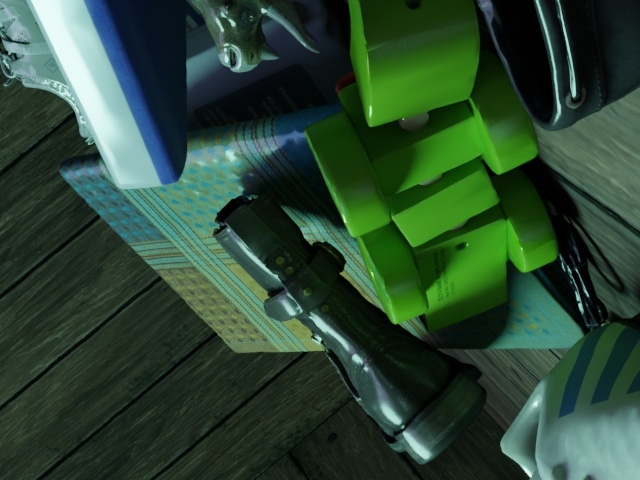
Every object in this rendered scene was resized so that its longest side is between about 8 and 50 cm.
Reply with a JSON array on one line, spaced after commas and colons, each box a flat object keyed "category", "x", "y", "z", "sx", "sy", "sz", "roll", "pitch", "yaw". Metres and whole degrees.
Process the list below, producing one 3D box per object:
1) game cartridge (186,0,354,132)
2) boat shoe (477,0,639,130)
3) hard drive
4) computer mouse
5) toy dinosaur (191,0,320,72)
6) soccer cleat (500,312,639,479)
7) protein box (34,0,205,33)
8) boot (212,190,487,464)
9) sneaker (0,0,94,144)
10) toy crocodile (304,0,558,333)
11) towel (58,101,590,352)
[{"category": "game cartridge", "x": -0.026, "y": -0.073, "z": 1.045, "sx": 0.294, "sy": 0.196, "sz": 0.060, "roll": 53, "pitch": -162, "yaw": -43}, {"category": "boat shoe", "x": 0.038, "y": -0.122, "z": 0.356, "sx": 0.228, "sy": 0.076, "sz": 0.080, "roll": 51, "pitch": 178, "yaw": -37}, {"category": "hard drive", "x": -0.107, "y": -0.192, "z": 0.527, "sx": 0.318, "sy": 0.040, "sz": 0.210, "roll": 78, "pitch": -172, "yaw": -61}, {"category": "computer mouse", "x": 0.203, "y": 0.064, "z": 0.870, "sx": 0.242, "sy": 0.041, "sz": 0.071, "roll": 59, "pitch": -174, "yaw": -44}, {"category": "toy dinosaur", "x": -0.099, "y": -0.239, "z": 0.790, "sx": 0.313, "sy": 0.160, "sz": 0.121, "roll": 77, "pitch": -173, "yaw": -59}, {"category": "soccer cleat", "x": 0.187, "y": 0.124, "z": 0.652, "sx": 0.116, "sy": 0.143, "sz": 0.331, "roll": 51, "pitch": 178, "yaw": -6}, {"category": "protein box", "x": -0.118, "y": -0.172, "z": 1.139, "sx": 0.201, "sy": 0.200, "sz": 0.136, "roll": 51, "pitch": 179, "yaw": 45}, {"category": "boot", "x": 0.014, "y": 0.051, "z": 0.928, "sx": 0.229, "sy": 0.091, "sz": 0.263, "roll": 45, "pitch": 175, "yaw": 1}, {"category": "sneaker", "x": -0.306, "y": -0.213, "z": 1.281, "sx": 0.281, "sy": 0.115, "sz": 0.105, "roll": 40, "pitch": -174, "yaw": -6}, {"category": "toy crocodile", "x": 0.064, "y": -0.039, "z": 0.738, "sx": 0.340, "sy": 0.115, "sz": 0.105, "roll": 62, "pitch": -176, "yaw": -61}, {"category": "towel", "x": 0.000, "y": 0.000, "z": 0.986, "sx": 0.370, "sy": 0.040, "sz": 0.271, "roll": -5, "pitch": 137, "yaw": 38}]
